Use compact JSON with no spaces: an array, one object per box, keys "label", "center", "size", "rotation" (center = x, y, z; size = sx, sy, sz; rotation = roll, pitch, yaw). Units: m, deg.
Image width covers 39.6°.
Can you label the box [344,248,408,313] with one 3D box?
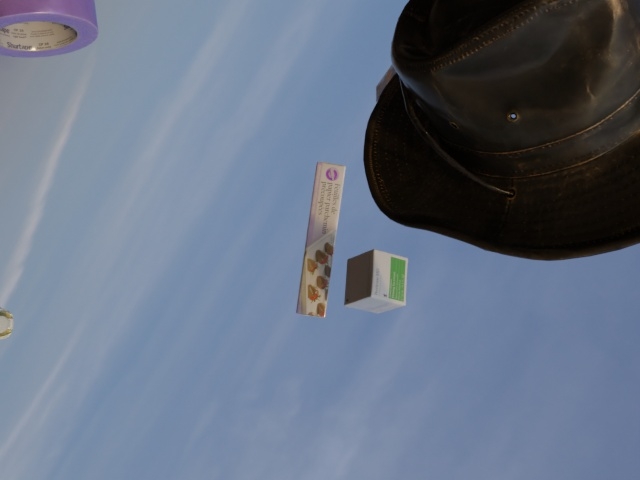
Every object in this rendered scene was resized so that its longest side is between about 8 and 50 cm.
[{"label":"box","center":[0.109,0.081,1.753],"size":[0.102,0.087,0.101],"rotation":[-25,-125,56]}]

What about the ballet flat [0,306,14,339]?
[{"label":"ballet flat","center":[-0.608,0.156,1.641],"size":[0.086,0.086,0.248],"rotation":[-64,-176,-8]}]

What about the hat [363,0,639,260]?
[{"label":"hat","center":[0.152,-0.147,0.641],"size":[0.331,0.134,0.331],"rotation":[-21,-136,22]}]

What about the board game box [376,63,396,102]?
[{"label":"board game box","center":[0.220,-0.276,1.567],"size":[0.160,0.211,0.039],"rotation":[131,-37,-71]}]

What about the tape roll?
[{"label":"tape roll","center":[-0.439,-0.348,1.359],"size":[0.189,0.189,0.080],"rotation":[-17,-99,54]}]

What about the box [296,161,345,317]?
[{"label":"box","center":[0.000,0.000,1.874],"size":[0.067,0.063,0.324],"rotation":[150,-52,-86]}]
